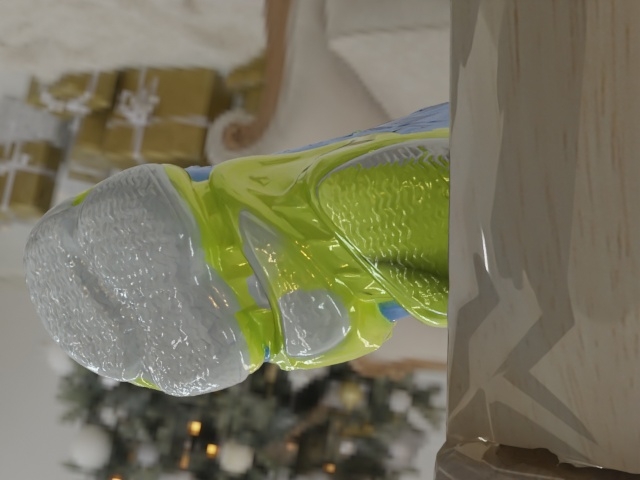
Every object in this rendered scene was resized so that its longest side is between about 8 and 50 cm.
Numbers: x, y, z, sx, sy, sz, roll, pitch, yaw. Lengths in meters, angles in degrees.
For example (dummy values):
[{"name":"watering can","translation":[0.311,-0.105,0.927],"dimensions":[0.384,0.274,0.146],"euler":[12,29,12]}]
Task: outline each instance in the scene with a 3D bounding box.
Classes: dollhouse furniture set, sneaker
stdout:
[{"name":"dollhouse furniture set","translation":[0.233,-0.049,0.299],"dimensions":[0.394,0.257,0.362],"euler":[10,-157,29]},{"name":"sneaker","translation":[0.000,0.000,0.627],"dimensions":[0.240,0.091,0.126],"euler":[-5,-168,35]}]
